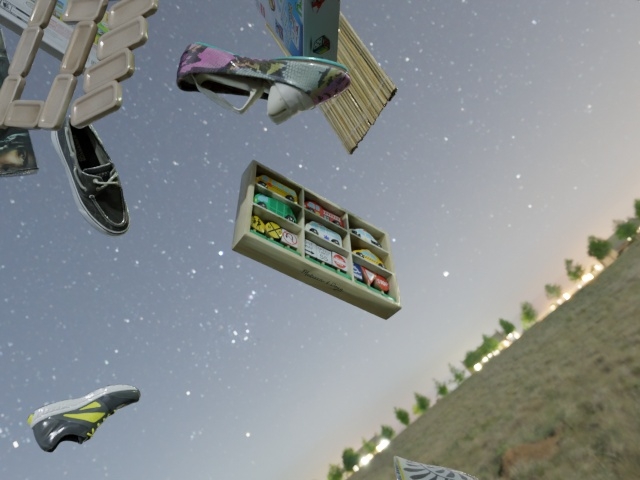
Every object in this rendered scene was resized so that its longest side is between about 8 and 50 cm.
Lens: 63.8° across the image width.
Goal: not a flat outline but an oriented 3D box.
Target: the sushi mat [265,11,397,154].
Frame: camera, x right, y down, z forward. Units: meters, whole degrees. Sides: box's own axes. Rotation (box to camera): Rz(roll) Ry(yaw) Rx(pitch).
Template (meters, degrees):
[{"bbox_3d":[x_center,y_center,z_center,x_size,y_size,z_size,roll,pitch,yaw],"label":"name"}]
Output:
[{"bbox_3d":[0.007,-0.309,0.857,0.019,0.316,0.151,-17,-22,-39],"label":"sushi mat"}]

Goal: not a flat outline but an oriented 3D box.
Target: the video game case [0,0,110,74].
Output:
[{"bbox_3d":[-0.518,-0.442,1.013,0.026,0.206,0.227,-28,-38,30],"label":"video game case"}]

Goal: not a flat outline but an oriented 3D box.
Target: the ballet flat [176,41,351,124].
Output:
[{"bbox_3d":[-0.075,-0.189,0.635,0.077,0.222,0.079,69,-145,-72],"label":"ballet flat"}]

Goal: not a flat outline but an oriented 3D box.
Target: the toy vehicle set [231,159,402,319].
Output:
[{"bbox_3d":[0.000,0.000,0.760,0.267,0.166,0.035,27,-53,-26],"label":"toy vehicle set"}]

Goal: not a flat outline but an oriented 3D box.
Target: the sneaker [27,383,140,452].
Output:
[{"bbox_3d":[-0.184,0.142,0.409,0.083,0.035,0.031,-11,-28,-34],"label":"sneaker"}]

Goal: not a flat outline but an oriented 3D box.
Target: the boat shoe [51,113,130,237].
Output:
[{"bbox_3d":[-0.388,-0.107,0.883,0.070,0.219,0.078,-10,20,45],"label":"boat shoe"}]

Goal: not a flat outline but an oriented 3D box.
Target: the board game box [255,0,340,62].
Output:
[{"bbox_3d":[-0.035,-0.386,0.627,0.053,0.193,0.305,-20,-32,-16],"label":"board game box"}]

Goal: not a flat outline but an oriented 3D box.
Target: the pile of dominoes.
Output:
[{"bbox_3d":[-0.227,-0.220,0.529,0.040,0.196,0.251,30,-106,-59],"label":"pile of dominoes"}]

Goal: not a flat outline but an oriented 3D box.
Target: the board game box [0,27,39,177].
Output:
[{"bbox_3d":[-0.420,-0.161,0.599,0.126,0.186,0.026,-14,-4,-38],"label":"board game box"}]

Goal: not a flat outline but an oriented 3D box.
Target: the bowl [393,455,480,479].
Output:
[{"bbox_3d":[0.104,0.218,0.323,0.080,0.170,0.170,-11,-24,1],"label":"bowl"}]
